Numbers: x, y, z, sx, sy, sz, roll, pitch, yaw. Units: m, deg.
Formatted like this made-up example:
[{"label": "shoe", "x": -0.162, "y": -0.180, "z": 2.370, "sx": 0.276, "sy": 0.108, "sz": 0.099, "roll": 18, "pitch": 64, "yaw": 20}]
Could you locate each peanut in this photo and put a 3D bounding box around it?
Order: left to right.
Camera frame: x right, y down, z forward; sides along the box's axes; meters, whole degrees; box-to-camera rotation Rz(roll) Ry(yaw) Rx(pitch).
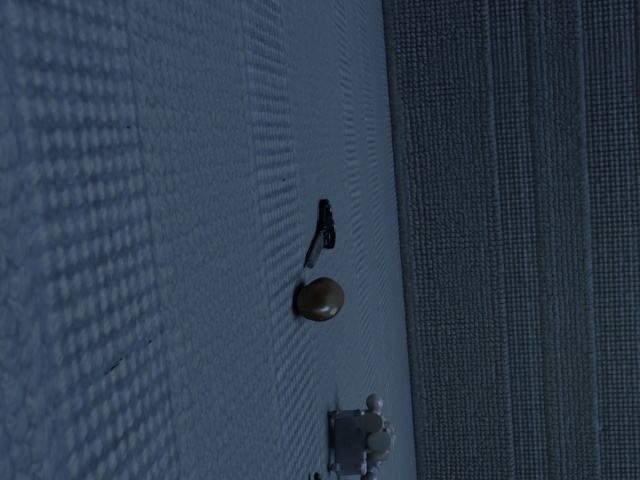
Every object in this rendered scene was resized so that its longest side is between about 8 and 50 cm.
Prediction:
[{"label": "peanut", "x": -0.001, "y": 0.109, "z": 1.446, "sx": 0.152, "sy": 0.076, "sz": 0.076, "roll": -24, "pitch": 110, "yaw": -75}]

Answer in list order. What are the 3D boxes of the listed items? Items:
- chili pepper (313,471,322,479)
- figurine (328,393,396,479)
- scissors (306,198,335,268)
[{"label": "chili pepper", "x": 0.021, "y": 0.597, "z": 1.374, "sx": 0.137, "sy": 0.092, "sz": 0.368, "roll": 56, "pitch": 27, "yaw": -49}, {"label": "figurine", "x": 0.094, "y": 0.439, "z": 1.733, "sx": 0.257, "sy": 0.144, "sz": 0.182, "roll": 55, "pitch": 13, "yaw": -67}, {"label": "scissors", "x": 0.000, "y": 0.000, "z": 1.640, "sx": 0.300, "sy": 0.022, "sz": 0.109, "roll": -65, "pitch": 146, "yaw": -67}]
